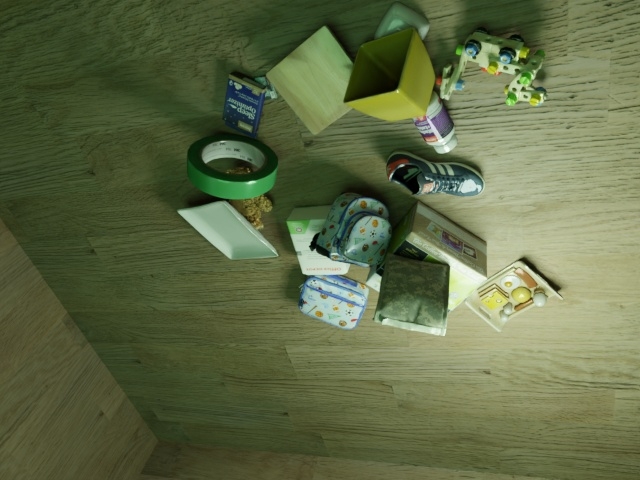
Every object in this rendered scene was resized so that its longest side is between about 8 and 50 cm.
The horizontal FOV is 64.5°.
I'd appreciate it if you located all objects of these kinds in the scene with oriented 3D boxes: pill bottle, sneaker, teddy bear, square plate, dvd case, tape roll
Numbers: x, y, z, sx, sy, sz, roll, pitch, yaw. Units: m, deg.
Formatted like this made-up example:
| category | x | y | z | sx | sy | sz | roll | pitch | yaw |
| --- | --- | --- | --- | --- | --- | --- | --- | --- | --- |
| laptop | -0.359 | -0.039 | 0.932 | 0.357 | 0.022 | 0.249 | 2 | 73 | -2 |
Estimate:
| category | x | y | z | sx | sy | sz | roll | pitch | yaw |
| --- | --- | --- | --- | --- | --- | --- | --- | --- | --- |
| pill bottle | 0.371 | -0.380 | 1.654 | 0.108 | 0.108 | 0.193 | -20 | 129 | 30 |
| sneaker | 0.393 | -0.203 | 1.764 | 0.351 | 0.148 | 0.131 | 14 | 129 | 7 |
| teddy bear | -0.312 | -0.172 | 2.062 | 0.245 | 0.113 | 0.337 | 7 | 136 | 22 |
| square plate | -0.384 | -0.044 | 2.125 | 0.344 | 0.049 | 0.347 | -6 | 138 | 45 |
| dvd case | -0.221 | -0.535 | 1.799 | 0.120 | 0.013 | 0.087 | -6 | 124 | 23 |
| tape roll | -0.316 | -0.271 | 1.831 | 0.322 | 0.321 | 0.077 | 18 | 129 | 5 |

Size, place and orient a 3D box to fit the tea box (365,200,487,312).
| category | x | y | z | sx | sy | sz | roll | pitch | yaw |
| --- | --- | --- | --- | --- | --- | --- | --- | --- | --- |
| tea box | 0.405 | 0.089 | 1.937 | 0.329 | 0.219 | 0.323 | 32 | 130 | -7 |

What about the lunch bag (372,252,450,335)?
| category | x | y | z | sx | sy | sz | roll | pitch | yaw |
| --- | --- | --- | --- | --- | --- | --- | --- | --- | --- |
| lunch bag | 0.312 | 0.203 | 1.727 | 0.236 | 0.287 | 0.168 | 12 | 128 | 9 |

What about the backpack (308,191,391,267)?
| category | x | y | z | sx | sy | sz | roll | pitch | yaw |
| --- | --- | --- | --- | --- | --- | --- | --- | --- | --- |
| backpack | 0.133 | -0.040 | 1.884 | 0.277 | 0.263 | 0.213 | 13 | -179 | -40 |

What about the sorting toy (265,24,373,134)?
| category | x | y | z | sx | sy | sz | roll | pitch | yaw |
| --- | --- | --- | --- | --- | --- | --- | --- | --- | --- |
| sorting toy | 0.003 | -0.529 | 1.670 | 0.256 | 0.089 | 0.257 | -30 | 113 | 28 |

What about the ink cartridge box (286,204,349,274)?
| category | x | y | z | sx | sy | sz | roll | pitch | yaw |
| --- | --- | --- | --- | --- | --- | --- | --- | --- | --- |
| ink cartridge box | 0.000 | 0.000 | 2.069 | 0.199 | 0.114 | 0.272 | -2 | 125 | 20 |

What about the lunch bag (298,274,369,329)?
| category | x | y | z | sx | sy | sz | roll | pitch | yaw |
| --- | --- | --- | --- | --- | --- | --- | --- | --- | --- |
| lunch bag | 0.052 | 0.252 | 2.249 | 0.304 | 0.114 | 0.243 | 20 | 127 | 1 |

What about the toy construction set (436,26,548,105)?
| category | x | y | z | sx | sy | sz | roll | pitch | yaw |
| --- | --- | --- | --- | --- | --- | --- | --- | --- | --- |
| toy construction set | 0.514 | -0.504 | 1.511 | 0.328 | 0.151 | 0.215 | 11 | 154 | 20 |

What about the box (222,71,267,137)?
| category | x | y | z | sx | sy | sz | roll | pitch | yaw |
| --- | --- | --- | --- | --- | --- | --- | --- | --- | --- |
| box | -0.279 | -0.478 | 1.833 | 0.137 | 0.036 | 0.225 | 25 | 135 | 4 |

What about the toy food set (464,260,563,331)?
| category | x | y | z | sx | sy | sz | roll | pitch | yaw |
| --- | --- | --- | --- | --- | --- | --- | --- | --- | --- |
| toy food set | 0.759 | 0.232 | 2.013 | 0.220 | 0.092 | 0.306 | 38 | 128 | -12 |

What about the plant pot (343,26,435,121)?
| category | x | y | z | sx | sy | sz | roll | pitch | yaw |
| --- | --- | --- | --- | --- | --- | --- | --- | --- | --- |
| plant pot | 0.229 | -0.477 | 1.544 | 0.212 | 0.212 | 0.187 | 2 | 160 | 47 |

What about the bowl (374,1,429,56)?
| category | x | y | z | sx | sy | sz | roll | pitch | yaw |
| --- | --- | --- | --- | --- | --- | --- | --- | --- | --- |
| bowl | 0.244 | -0.631 | 1.549 | 0.142 | 0.053 | 0.142 | 29 | 130 | -7 |
